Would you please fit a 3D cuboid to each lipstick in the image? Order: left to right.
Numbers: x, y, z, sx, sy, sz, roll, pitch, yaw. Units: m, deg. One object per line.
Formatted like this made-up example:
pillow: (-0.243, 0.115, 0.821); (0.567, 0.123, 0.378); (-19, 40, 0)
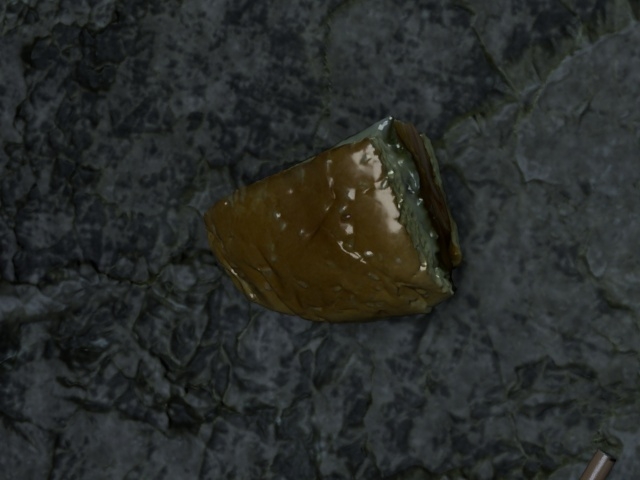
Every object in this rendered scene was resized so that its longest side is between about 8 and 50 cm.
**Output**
lipstick: (0.206, 0.211, 1.559); (0.019, 0.019, 0.094); (32, 95, 17)

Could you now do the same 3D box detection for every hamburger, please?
hamburger: (0.000, 0.000, 1.582); (0.208, 0.135, 0.155); (-15, 80, 19)
